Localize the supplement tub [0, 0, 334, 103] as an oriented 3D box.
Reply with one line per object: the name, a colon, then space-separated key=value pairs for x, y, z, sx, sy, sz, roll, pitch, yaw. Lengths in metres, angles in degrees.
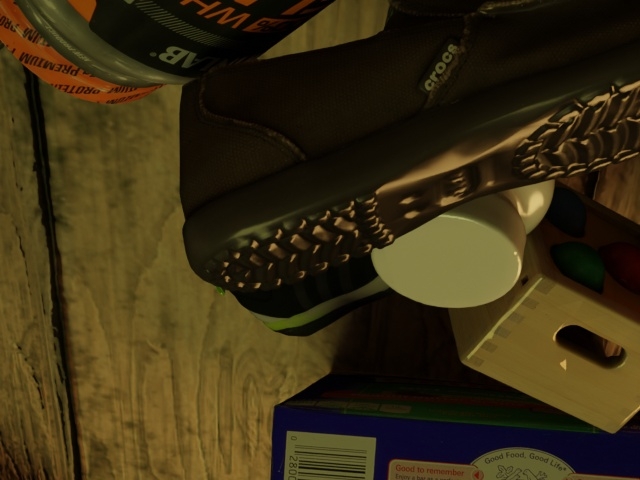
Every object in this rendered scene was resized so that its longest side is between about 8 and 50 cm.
supplement tub: x=-0.043 y=-0.209 z=0.977 sx=0.193 sy=0.194 sz=0.316 roll=34 pitch=137 yaw=-26

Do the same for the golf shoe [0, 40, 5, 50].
golf shoe: x=-0.319 y=-0.171 z=1.122 sx=0.272 sy=0.105 sz=0.120 roll=0 pitch=173 yaw=-11

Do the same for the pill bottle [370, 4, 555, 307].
pill bottle: x=0.086 y=-0.067 z=1.108 sx=0.117 sy=0.208 sz=0.118 roll=7 pitch=141 yaw=5

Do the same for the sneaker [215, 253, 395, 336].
sneaker: x=0.000 y=0.000 z=1.310 sx=0.097 sy=0.084 sz=0.234 roll=30 pitch=138 yaw=-20

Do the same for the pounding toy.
pounding toy: x=0.174 y=0.016 z=1.208 sx=0.181 sy=0.206 sz=0.094 roll=26 pitch=121 yaw=-24

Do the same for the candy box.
candy box: x=0.115 y=0.171 z=1.338 sx=0.268 sy=0.122 sz=0.317 roll=4 pitch=179 yaw=7

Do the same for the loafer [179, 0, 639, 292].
loafer: x=0.086 y=-0.097 z=0.966 sx=0.366 sy=0.130 sz=0.134 roll=-20 pitch=163 yaw=-8
